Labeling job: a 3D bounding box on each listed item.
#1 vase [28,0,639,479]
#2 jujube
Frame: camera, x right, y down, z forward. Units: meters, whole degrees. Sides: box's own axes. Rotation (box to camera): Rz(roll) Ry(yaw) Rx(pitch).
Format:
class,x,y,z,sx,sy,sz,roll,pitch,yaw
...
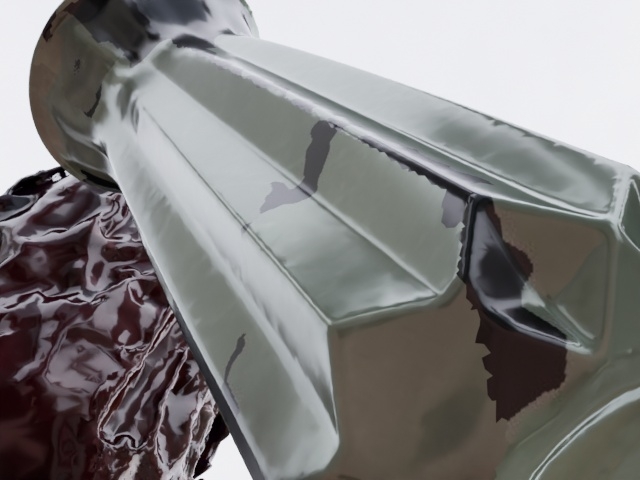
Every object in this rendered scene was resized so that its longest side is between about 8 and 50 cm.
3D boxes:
class,x,y,z,sx,sy,sz,roll,pitch,yaw
vase,0.000,0.000,0.528,0.360,0.165,0.165,42,-34,51
jujube,-0.192,0.107,1.014,0.258,0.376,0.258,12,-52,16
